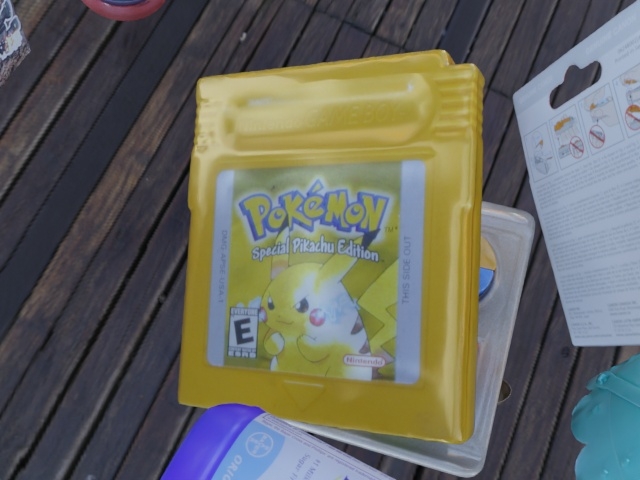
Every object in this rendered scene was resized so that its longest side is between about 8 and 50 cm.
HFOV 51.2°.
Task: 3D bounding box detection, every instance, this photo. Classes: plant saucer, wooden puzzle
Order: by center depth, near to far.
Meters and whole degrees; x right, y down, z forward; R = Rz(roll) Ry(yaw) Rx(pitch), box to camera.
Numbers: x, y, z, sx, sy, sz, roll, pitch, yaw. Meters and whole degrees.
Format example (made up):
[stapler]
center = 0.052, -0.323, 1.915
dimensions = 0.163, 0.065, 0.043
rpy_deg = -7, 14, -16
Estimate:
[wooden puzzle]
center = 0.079, 0.077, 0.830
dimensions = 0.322, 0.080, 0.348
rpy_deg = 14, 74, 10
[plant saucer]
center = 0.202, 0.194, 0.858
dimensions = 0.083, 0.083, 0.015
rpy_deg = -4, 107, -8

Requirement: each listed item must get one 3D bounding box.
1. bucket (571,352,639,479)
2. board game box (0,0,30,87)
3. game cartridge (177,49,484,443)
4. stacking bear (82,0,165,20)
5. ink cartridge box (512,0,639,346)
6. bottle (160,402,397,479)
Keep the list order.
[bucket]
center = 0.366, 0.178, 0.522
dimensions = 0.281, 0.183, 0.281
rpy_deg = 14, 47, -15
[board game box]
center = -0.287, -0.045, 0.208
dimensions = 0.232, 0.141, 0.291
rpy_deg = 16, 58, 8
[game cartridge]
center = 0.000, 0.000, 0.606
dimensions = 0.285, 0.052, 0.324
rpy_deg = 0, 87, 26
[stacking bear]
center = -0.261, -0.410, 0.848
dimensions = 0.175, 0.289, 0.164
rpy_deg = 0, 86, -13
[ink cartridge box]
center = 0.392, -0.062, 0.847
dimensions = 0.091, 0.308, 0.385
rpy_deg = -10, 83, -14
[bottle]
center = 0.032, 0.202, 0.393
dimensions = 0.282, 0.092, 0.118
rpy_deg = 22, 71, 23
